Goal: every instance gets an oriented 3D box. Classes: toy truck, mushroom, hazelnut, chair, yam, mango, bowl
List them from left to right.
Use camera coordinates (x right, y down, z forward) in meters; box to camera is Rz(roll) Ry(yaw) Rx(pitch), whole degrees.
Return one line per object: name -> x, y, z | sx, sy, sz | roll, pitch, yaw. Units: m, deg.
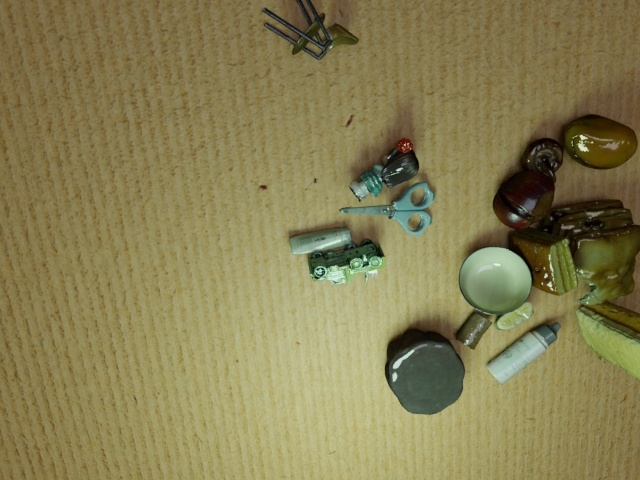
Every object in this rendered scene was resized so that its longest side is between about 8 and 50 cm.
chair -> -0.029, -0.630, 1.340 | 0.172, 0.159, 0.247 | -43, 102, 5
toy truck -> 0.090, 0.095, 1.548 | 0.259, 0.128, 0.135 | -9, 118, -2
yam -> 0.567, 0.333, 1.662 | 0.084, 0.084, 0.127 | 30, 96, -11
bowl -> 0.605, 0.152, 1.568 | 0.237, 0.126, 0.238 | -6, 70, 16
hazelnut -> 0.685, -0.141, 1.513 | 0.177, 0.178, 0.204 | 21, 121, -9
mushroom -> 0.760, -0.265, 1.527 | 0.135, 0.080, 0.171 | -20, 105, 14
mango -> 0.926, -0.325, 1.496 | 0.235, 0.136, 0.167 | 22, 104, -4

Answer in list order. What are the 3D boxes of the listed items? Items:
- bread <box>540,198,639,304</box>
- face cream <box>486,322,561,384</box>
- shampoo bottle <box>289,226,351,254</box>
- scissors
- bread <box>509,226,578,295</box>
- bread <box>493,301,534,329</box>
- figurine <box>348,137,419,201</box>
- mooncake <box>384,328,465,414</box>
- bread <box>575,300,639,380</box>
bread -> 0.952, 0.057, 1.563 | 0.313, 0.191, 0.371 | -11, 106, -2
face cream -> 0.773, 0.413, 1.687 | 0.311, 0.092, 0.092 | -40, 103, 7
shampoo bottle -> 0.000, 0.000, 1.549 | 0.212, 0.049, 0.072 | -14, 72, -2
scissors -> 0.227, -0.104, 1.509 | 0.359, 0.029, 0.191 | -2, 106, -19
bread -> 0.744, 0.066, 1.524 | 0.110, 0.234, 0.185 | -18, 103, -5
bread -> 0.690, 0.277, 1.606 | 0.139, 0.178, 0.060 | -37, 71, 8
figurine -> 0.210, -0.222, 1.476 | 0.245, 0.138, 0.110 | -33, 60, 9
mooncake -> 0.373, 0.474, 1.642 | 0.305, 0.154, 0.307 | -1, 103, -4
bread -> 1.084, 0.365, 1.555 | 0.165, 0.375, 0.237 | -31, 107, -4
